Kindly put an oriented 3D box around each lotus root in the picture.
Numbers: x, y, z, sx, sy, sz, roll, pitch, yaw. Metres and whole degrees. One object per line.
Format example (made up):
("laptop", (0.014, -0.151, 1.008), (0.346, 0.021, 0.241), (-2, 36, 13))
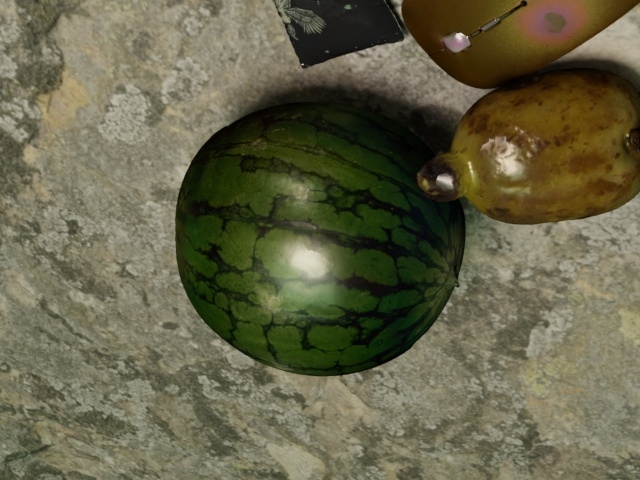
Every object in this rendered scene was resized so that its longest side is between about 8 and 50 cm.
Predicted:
("lotus root", (0.255, -0.104, 1.320), (0.314, 0.141, 0.169), (-10, 108, -8))

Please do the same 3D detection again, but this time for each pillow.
("pillow", (-0.003, -0.298, 1.346), (0.141, 0.055, 0.208), (-10, 126, 22))

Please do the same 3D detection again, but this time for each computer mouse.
("computer mouse", (0.222, -0.270, 1.268), (0.310, 0.072, 0.158), (-29, 113, 40))

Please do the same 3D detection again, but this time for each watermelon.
("watermelon", (0.000, 0.000, 1.430), (0.363, 0.363, 0.363), (12, 134, 13))
